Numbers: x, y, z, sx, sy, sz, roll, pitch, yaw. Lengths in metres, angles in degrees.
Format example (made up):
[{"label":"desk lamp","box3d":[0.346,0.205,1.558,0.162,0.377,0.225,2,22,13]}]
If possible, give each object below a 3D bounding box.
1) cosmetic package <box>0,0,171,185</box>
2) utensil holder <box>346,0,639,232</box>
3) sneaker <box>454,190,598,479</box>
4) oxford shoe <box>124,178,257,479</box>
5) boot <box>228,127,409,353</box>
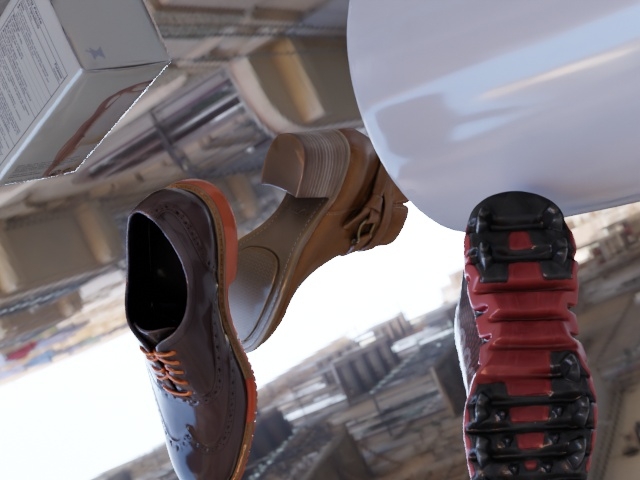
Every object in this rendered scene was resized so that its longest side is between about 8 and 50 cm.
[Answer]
[{"label":"cosmetic package","box3d":[-0.328,-0.203,1.231,0.129,0.296,0.153,-16,-101,-42]},{"label":"utensil holder","box3d":[0.263,-0.191,0.862,0.327,0.385,0.328,16,-112,-46]},{"label":"sneaker","box3d":[0.158,0.104,0.782,0.135,0.097,0.276,82,-171,-61]},{"label":"oxford shoe","box3d":[-0.118,0.091,0.802,0.098,0.096,0.271,-27,-67,-63]},{"label":"boot","box3d":[0.000,0.000,1.187,0.220,0.109,0.284,-1,-70,-49]}]
